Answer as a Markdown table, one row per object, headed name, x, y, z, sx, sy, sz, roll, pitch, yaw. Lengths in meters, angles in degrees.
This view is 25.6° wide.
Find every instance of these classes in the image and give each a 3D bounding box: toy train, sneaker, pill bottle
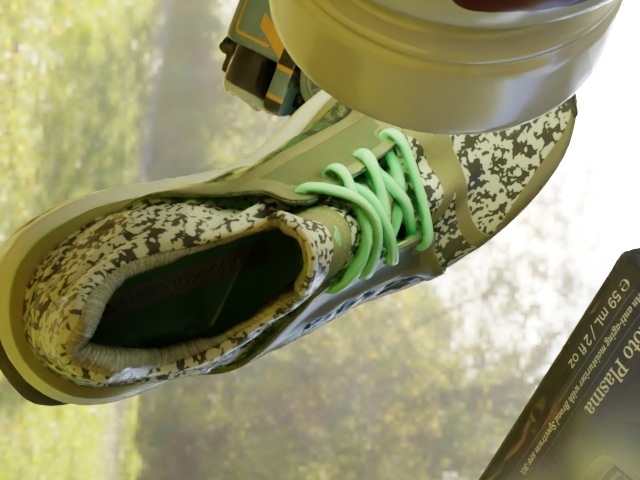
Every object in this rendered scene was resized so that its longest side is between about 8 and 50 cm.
| name | x | y | z | sx | sy | sz | roll | pitch | yaw |
| --- | --- | --- | --- | --- | --- | --- | --- | --- | --- |
| toy train | 0.023 | -0.253 | 1.318 | 0.142 | 0.190 | 0.334 | -11 | 126 | -62 |
| sneaker | 0.000 | 0.000 | 0.857 | 0.158 | 0.410 | 0.182 | 66 | -13 | -15 |
| pill bottle | 0.081 | -0.238 | 0.608 | 0.392 | 0.224 | 0.224 | 99 | -4 | -56 |

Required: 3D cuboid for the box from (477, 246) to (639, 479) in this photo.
| name | x | y | z | sx | sy | sz | roll | pitch | yaw |
| --- | --- | --- | --- | --- | --- | --- | --- | --- | --- |
| box | 0.323 | 0.199 | 1.143 | 0.294 | 0.183 | 0.296 | 50 | -48 | 33 |
